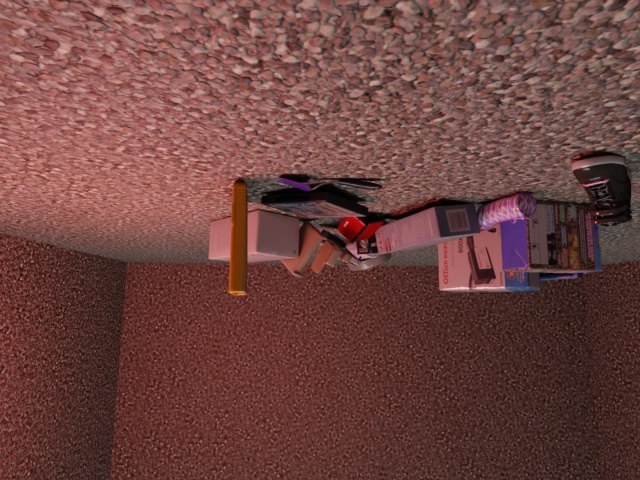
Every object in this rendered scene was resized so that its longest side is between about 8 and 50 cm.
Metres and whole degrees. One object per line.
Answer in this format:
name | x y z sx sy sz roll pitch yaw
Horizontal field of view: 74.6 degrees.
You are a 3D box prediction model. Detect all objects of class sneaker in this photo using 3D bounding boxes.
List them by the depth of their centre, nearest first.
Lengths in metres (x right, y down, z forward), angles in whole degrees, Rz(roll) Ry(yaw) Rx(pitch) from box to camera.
sneaker | 0.713 -0.115 1.051 0.295 0.147 0.104 10 169 -42

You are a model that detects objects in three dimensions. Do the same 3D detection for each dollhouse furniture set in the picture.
dollhouse furniture set | 0.035 0.097 1.783 0.303 0.198 0.286 26 -169 -41

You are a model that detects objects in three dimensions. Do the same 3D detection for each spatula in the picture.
spatula | 0.028 -0.158 1.187 0.296 0.031 0.084 0 177 -1

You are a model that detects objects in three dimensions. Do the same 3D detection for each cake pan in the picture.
cake pan | 0.279 0.106 2.425 0.292 0.054 0.293 -18 -173 2

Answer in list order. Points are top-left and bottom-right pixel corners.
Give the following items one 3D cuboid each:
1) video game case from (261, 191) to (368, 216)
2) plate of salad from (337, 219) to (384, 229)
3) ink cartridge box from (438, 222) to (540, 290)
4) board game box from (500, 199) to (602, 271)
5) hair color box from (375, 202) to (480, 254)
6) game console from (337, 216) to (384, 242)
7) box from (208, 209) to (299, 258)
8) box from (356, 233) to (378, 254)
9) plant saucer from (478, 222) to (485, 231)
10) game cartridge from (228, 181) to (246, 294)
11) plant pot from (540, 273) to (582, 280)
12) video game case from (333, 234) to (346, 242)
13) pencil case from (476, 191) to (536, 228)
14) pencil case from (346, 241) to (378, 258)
video game case | -0.013 -0.113 1.385 0.248 0.035 0.274 1 174 33
plate of salad | 0.171 -0.060 1.755 0.199 0.048 0.200 -1 170 0
ink cartridge box | 0.733 0.082 1.862 0.394 0.286 0.166 -8 166 43
board game box | 0.798 -0.007 1.465 0.290 0.232 0.141 3 172 -13
hair color box | 0.381 -0.036 1.564 0.185 0.114 0.374 -6 172 -26
game console | 0.156 -0.059 1.653 0.124 0.085 0.144 42 144 5
box | -0.280 -0.006 1.745 0.345 0.169 0.214 -7 168 44
box | 0.232 0.009 1.854 0.147 0.078 0.180 -3 -173 5
plant saucer | 0.552 -0.063 1.743 0.277 0.041 0.278 1 170 0
game cartridge | -0.253 0.005 1.307 0.052 0.324 0.285 -1 171 -9
plant pot | 1.038 0.050 1.854 0.212 0.236 0.235 -1 175 -40
video game case | 0.000 0.000 2.232 0.226 0.026 0.206 -4 170 20
pencil case | 0.607 -0.095 1.378 0.086 0.088 0.206 2 172 -18
pencil case | 0.213 0.049 2.236 0.124 0.114 0.273 -10 176 -21
